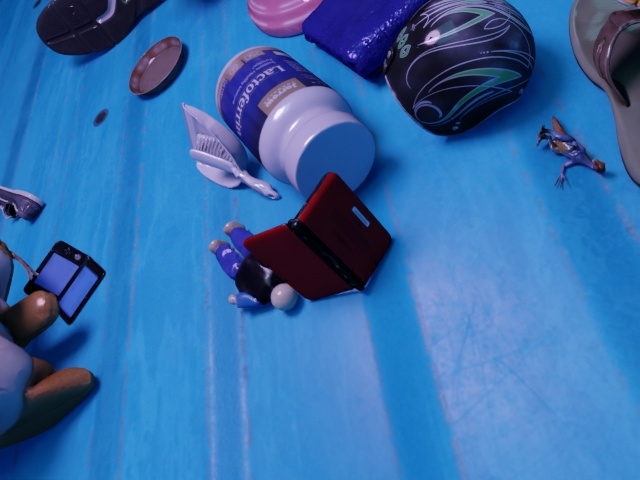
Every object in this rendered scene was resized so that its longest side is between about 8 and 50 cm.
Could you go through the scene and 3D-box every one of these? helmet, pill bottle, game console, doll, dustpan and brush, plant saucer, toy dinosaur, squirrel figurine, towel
[{"bbox_3d":[0.181,-0.230,0.665,0.161,0.169,0.169,-32,49,38],"label":"helmet"},{"bbox_3d":[-0.042,-0.175,0.782,0.153,0.153,0.265,-45,48,5],"label":"pill bottle"},{"bbox_3d":[-0.492,0.078,1.006,0.122,0.107,0.071,-57,20,-7],"label":"game console"},{"bbox_3d":[-0.093,0.037,0.767,0.129,0.046,0.189,-50,48,2],"label":"doll"},{"bbox_3d":[-0.149,-0.127,0.870,0.211,0.147,0.060,23,58,13],"label":"dustpan and brush"},{"bbox_3d":[0.000,0.000,0.661,0.085,0.144,0.124,14,66,50],"label":"game console"},{"bbox_3d":[-0.022,-0.560,1.035,0.332,0.084,0.332,-16,57,26],"label":"plant saucer"},{"bbox_3d":[0.287,-0.107,0.592,0.082,0.047,0.090,29,71,23],"label":"toy dinosaur"},{"bbox_3d":[-0.629,0.186,0.883,0.397,0.281,0.370,-47,58,15],"label":"squirrel figurine"},{"bbox_3d":[-0.380,-0.403,1.229,0.168,0.029,0.168,-16,56,26],"label":"plant saucer"},{"bbox_3d":[0.127,-0.408,0.857,0.308,0.076,0.228,-43,44,6],"label":"towel"}]

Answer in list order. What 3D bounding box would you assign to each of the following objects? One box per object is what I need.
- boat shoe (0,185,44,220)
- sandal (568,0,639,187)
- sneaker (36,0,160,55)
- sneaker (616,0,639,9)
[{"bbox_3d":[-0.759,-0.087,1.281,0.206,0.075,0.065,8,66,33],"label":"boat shoe"},{"bbox_3d":[0.353,-0.188,0.559,0.120,0.086,0.303,-19,55,25],"label":"sandal"},{"bbox_3d":[-0.582,-0.699,1.478,0.447,0.169,0.257,-27,43,10],"label":"sneaker"},{"bbox_3d":[0.405,-0.272,0.524,0.215,0.083,0.084,4,45,-4],"label":"sneaker"}]
